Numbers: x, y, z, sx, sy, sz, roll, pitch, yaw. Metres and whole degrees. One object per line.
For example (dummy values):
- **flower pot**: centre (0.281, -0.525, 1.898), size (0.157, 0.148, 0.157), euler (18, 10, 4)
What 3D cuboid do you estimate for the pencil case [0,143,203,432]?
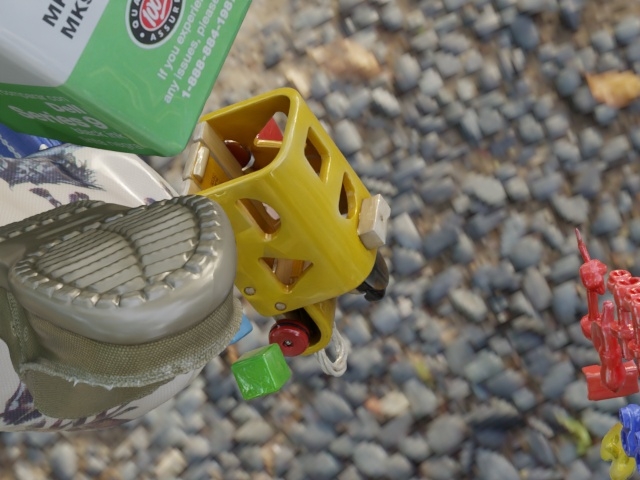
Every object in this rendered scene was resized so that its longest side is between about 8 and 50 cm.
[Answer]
- **pencil case**: centre (-0.249, 0.015, 0.944), size (0.183, 0.410, 0.159), euler (36, 110, 36)

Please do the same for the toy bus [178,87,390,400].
- **toy bus**: centre (-0.007, -0.004, 1.260), size (0.104, 0.202, 0.190), euler (-18, 85, 26)

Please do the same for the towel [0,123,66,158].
- **towel**: centre (-0.222, -0.011, 1.400), size (0.040, 0.243, 0.336), euler (-48, 11, -30)

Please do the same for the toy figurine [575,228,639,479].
- **toy figurine**: centre (0.325, 0.107, 1.323), size (0.217, 0.191, 0.362), euler (-10, 17, -3)

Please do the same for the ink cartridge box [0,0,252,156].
- **ink cartridge box**: centre (-0.142, -0.188, 0.712), size (0.122, 0.289, 0.211), euler (14, 77, 45)

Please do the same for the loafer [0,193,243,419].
- **loafer**: centre (-0.052, 0.019, 0.481), size (0.056, 0.050, 0.148), euler (-23, 12, -15)
